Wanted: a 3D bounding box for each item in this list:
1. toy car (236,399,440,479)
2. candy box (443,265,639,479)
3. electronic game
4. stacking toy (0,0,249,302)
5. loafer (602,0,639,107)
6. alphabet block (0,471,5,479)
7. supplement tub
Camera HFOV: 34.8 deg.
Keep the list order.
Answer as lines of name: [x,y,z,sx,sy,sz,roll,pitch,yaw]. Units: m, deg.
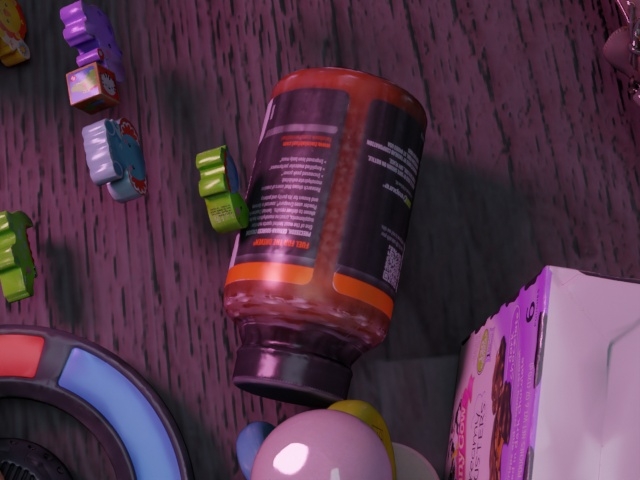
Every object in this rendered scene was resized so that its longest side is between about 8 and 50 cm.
toy car: [-0.014,0.177,0.566,0.136,0.159,0.182,0,71,24]
candy box: [0.120,0.121,0.558,0.070,0.196,0.164,10,73,-2]
electronic game: [-0.188,0.162,0.600,0.229,0.048,0.229,1,74,-4]
stacking toy: [-0.136,-0.086,0.647,0.167,0.052,0.221,-16,74,18]
loafer: [0.228,-0.152,0.717,0.084,0.096,0.267,-13,67,12]
alphabet block: [-0.312,0.107,0.496,0.192,0.197,0.193,-41,66,-3]
supplement tub: [0.000,0.000,0.633,0.106,0.106,0.197,13,73,-1]
